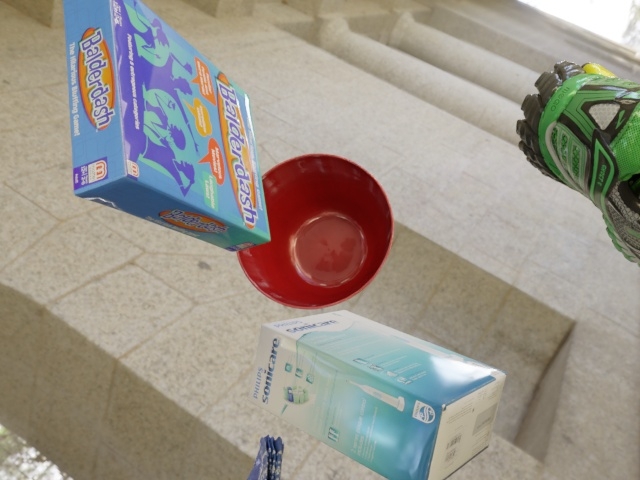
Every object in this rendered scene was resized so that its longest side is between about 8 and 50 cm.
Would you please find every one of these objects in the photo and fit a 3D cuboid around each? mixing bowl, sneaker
[{"bbox_3d":[0.000,0.000,0.708,0.181,0.182,0.098,-58,-19,-8],"label":"mixing bowl"},{"bbox_3d":[0.335,-0.031,0.560,0.134,0.344,0.146,-57,27,15],"label":"sneaker"}]

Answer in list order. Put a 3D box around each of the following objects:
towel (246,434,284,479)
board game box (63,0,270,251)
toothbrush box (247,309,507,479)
[{"bbox_3d":[-0.119,0.469,0.850,0.336,0.040,0.243,-86,18,-67],"label":"towel"},{"bbox_3d":[-0.117,-0.088,0.501,0.210,0.047,0.160,28,-130,-66],"label":"board game box"},{"bbox_3d":[0.079,0.209,0.859,0.216,0.296,0.126,-1,-74,-54],"label":"toothbrush box"}]
